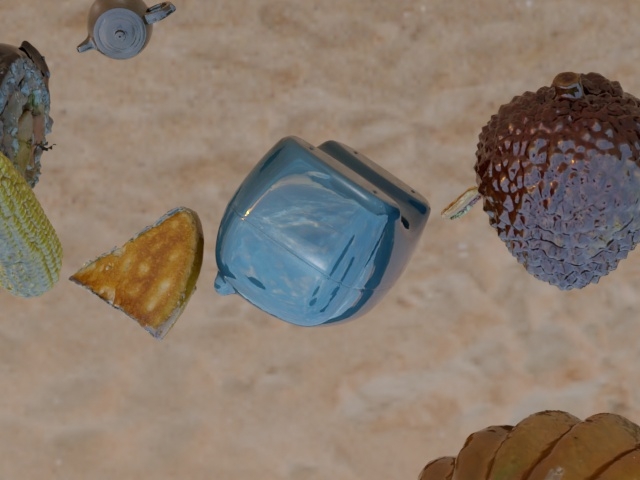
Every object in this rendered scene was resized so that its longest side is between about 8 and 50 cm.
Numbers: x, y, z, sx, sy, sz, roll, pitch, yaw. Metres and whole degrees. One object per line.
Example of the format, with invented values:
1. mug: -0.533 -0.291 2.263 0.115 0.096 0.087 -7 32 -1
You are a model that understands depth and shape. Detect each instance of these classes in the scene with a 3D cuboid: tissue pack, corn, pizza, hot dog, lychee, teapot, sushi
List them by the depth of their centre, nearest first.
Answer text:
1. teapot: -0.220 -0.243 1.544 0.121 0.068 0.076 -21 116 1
2. lychee: 0.294 -0.071 1.588 0.236 0.236 0.271 -3 126 -1
3. pizza: -0.218 0.051 1.610 0.176 0.184 0.036 -16 138 17
4. tissue pack: 0.000 0.000 1.614 0.198 0.206 0.287 34 -168 11
5. corn: -0.388 -0.027 1.670 0.102 0.101 0.310 -5 144 4
6. hot dog: 0.198 -0.050 1.882 0.037 0.021 0.083 -14 159 -39
7. sushi: -0.504 -0.169 1.912 0.219 0.225 0.238 -4 122 11

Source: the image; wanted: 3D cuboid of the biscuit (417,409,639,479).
1. biscuit: 0.120 0.255 0.886 0.107 0.325 0.326 29 143 -30
